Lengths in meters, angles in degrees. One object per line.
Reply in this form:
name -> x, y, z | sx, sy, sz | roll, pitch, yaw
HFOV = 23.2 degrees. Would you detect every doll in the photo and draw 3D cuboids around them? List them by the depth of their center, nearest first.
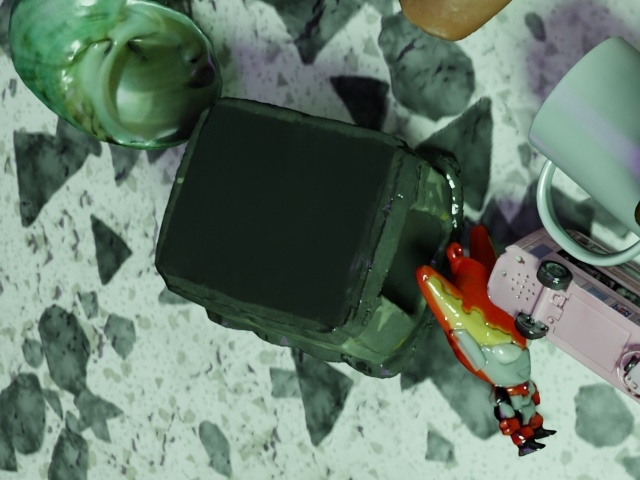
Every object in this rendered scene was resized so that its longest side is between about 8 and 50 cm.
doll -> 0.129, 0.080, 1.186 | 0.057, 0.109, 0.169 | -13, 101, 34

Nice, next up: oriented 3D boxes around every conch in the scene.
conch -> -0.175, -0.165, 1.326 | 0.175, 0.122, 0.188 | -12, 97, 16

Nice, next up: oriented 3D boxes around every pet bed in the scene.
pet bed -> 0.000, 0.000, 1.231 | 0.211, 0.159, 0.183 | 14, 83, 31

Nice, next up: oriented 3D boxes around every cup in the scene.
cup -> 0.219, -0.054, 1.093 | 0.133, 0.099, 0.136 | 43, 148, 19

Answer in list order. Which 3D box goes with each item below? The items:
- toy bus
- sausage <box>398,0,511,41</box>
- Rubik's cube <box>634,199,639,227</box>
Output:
toy bus -> 0.220, 0.063, 1.118 | 0.203, 0.090, 0.063 | 36, 126, 24
sausage -> 0.184, -0.245, 1.074 | 0.326, 0.079, 0.087 | -32, 72, 35
Rubik's cube -> 0.364, -0.052, 0.968 | 0.254, 0.254, 0.254 | 10, 107, 33
